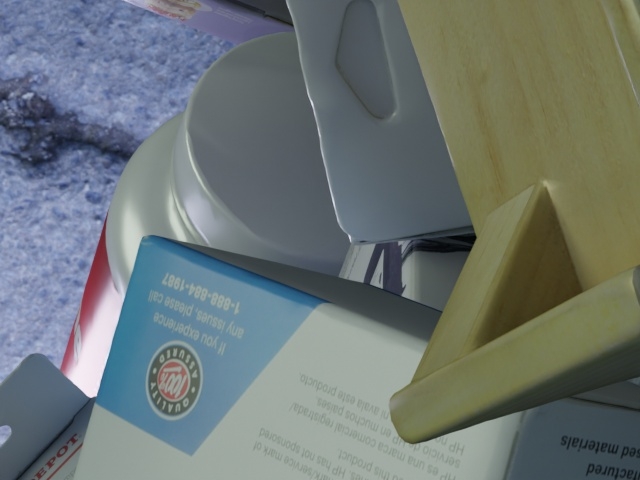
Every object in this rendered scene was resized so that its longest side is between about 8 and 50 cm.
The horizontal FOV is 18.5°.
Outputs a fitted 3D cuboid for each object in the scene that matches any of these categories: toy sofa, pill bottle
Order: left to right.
[{"bbox_3d":[-0.050,0.045,1.370,0.407,0.229,0.229,116,168,-54],"label":"pill bottle"},{"bbox_3d":[0.072,-0.137,0.562,0.150,0.177,0.362,-39,66,63],"label":"toy sofa"}]

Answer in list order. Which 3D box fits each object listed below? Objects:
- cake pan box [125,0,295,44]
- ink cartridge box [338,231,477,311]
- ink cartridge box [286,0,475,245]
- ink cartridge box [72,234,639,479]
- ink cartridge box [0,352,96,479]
[{"bbox_3d":[0.008,-0.244,1.414,0.070,0.267,0.245,147,138,-64],"label":"cake pan box"},{"bbox_3d":[0.063,0.062,0.961,0.237,0.100,0.172,-85,12,-53],"label":"ink cartridge box"},{"bbox_3d":[0.054,-0.162,0.928,0.283,0.117,0.207,-87,-14,-52],"label":"ink cartridge box"},{"bbox_3d":[-0.002,0.177,0.729,0.223,0.129,0.307,20,94,48],"label":"ink cartridge box"},{"bbox_3d":[-0.091,0.144,0.843,0.104,0.180,0.060,-47,37,-7],"label":"ink cartridge box"}]
